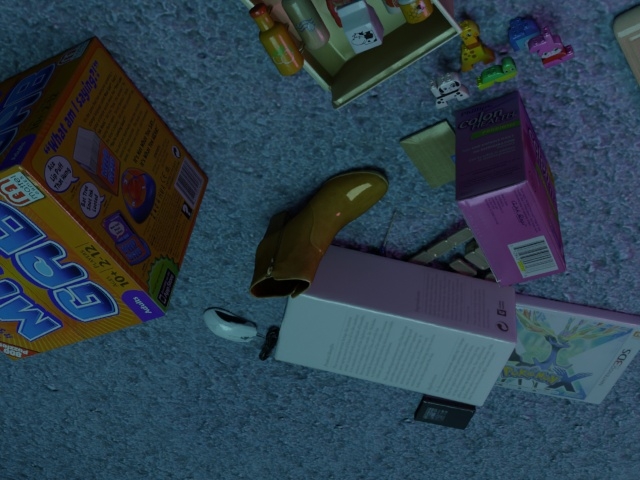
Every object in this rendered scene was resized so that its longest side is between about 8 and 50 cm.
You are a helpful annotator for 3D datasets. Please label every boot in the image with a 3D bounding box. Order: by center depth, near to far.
[{"bbox_3d":[-0.001,0.000,1.502,0.295,0.211,0.104,-24,127,28],"label":"boot"}]

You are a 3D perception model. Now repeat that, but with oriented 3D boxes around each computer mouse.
[{"bbox_3d":[-0.189,0.219,1.867,0.193,0.042,0.106,24,134,-15],"label":"computer mouse"}]

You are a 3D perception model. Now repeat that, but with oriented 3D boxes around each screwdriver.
[{"bbox_3d":[0.130,0.000,1.618,0.025,0.024,0.169,29,136,21],"label":"screwdriver"}]

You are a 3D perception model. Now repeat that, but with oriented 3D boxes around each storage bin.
[{"bbox_3d":[0.030,-0.369,1.196,0.260,0.123,0.262,-28,125,31],"label":"storage bin"}]

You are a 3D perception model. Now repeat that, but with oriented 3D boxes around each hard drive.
[{"bbox_3d":[0.315,0.438,2.020,0.135,0.022,0.094,12,135,-3],"label":"hard drive"}]

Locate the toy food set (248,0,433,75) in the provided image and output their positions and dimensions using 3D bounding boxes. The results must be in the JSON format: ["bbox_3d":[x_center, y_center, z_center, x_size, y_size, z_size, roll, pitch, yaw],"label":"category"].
[{"bbox_3d":[0.027,-0.322,1.077,0.232,0.111,0.104,-15,130,26],"label":"toy food set"}]

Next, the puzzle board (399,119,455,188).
[{"bbox_3d":[0.217,-0.156,1.456,0.096,0.011,0.128,-23,128,26],"label":"puzzle board"}]

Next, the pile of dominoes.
[{"bbox_3d":[0.297,0.052,1.649,0.196,0.040,0.251,32,139,-23],"label":"pile of dominoes"}]

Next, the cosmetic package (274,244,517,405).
[{"bbox_3d":[0.151,0.173,1.648,0.454,0.161,0.230,13,134,-1],"label":"cosmetic package"}]

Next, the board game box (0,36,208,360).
[{"bbox_3d":[-0.473,-0.065,1.407,0.357,0.356,0.356,-17,129,24],"label":"board game box"}]

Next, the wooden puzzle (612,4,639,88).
[{"bbox_3d":[0.603,-0.298,1.241,0.221,0.044,0.238,-22,123,28],"label":"wooden puzzle"}]

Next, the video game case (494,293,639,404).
[{"bbox_3d":[0.529,0.251,1.793,0.329,0.036,0.299,11,135,-2],"label":"video game case"}]

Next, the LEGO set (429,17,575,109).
[{"bbox_3d":[0.265,-0.302,1.248,0.227,0.087,0.093,-19,144,25],"label":"LEGO set"}]

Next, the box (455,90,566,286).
[{"bbox_3d":[0.319,-0.087,1.345,0.117,0.243,0.213,-17,129,23],"label":"box"}]
